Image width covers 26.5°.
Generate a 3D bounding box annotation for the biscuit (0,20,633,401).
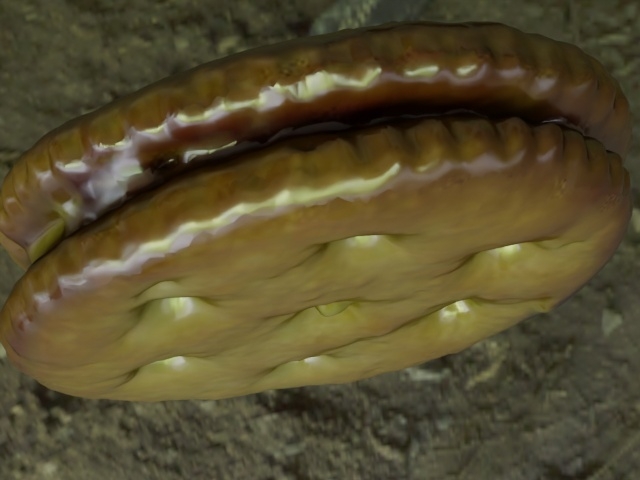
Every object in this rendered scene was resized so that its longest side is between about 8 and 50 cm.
[{"bbox_3d":[0.000,0.000,0.455,0.220,0.220,0.066,-10,72,-1],"label":"biscuit"}]
